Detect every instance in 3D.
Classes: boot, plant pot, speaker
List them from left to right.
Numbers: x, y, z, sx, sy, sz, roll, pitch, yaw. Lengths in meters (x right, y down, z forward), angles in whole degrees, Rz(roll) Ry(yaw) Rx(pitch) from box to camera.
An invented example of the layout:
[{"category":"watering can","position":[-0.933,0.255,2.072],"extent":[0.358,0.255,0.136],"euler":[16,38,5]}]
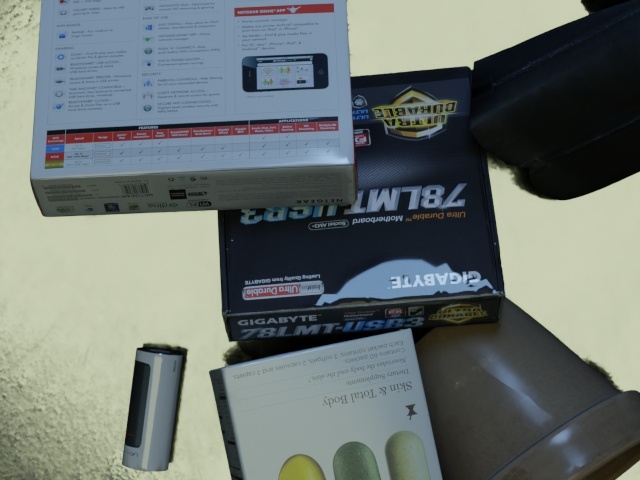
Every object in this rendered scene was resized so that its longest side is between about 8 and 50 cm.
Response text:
[{"category":"speaker","position":[-0.190,0.192,1.826],"extent":[0.055,0.055,0.136],"euler":[8,92,1]},{"category":"plant pot","position":[0.201,0.190,1.740],"extent":[0.263,0.263,0.229],"euler":[-37,73,2]},{"category":"boot","position":[0.428,-0.130,1.678],"extent":[0.445,0.146,0.367],"euler":[-26,122,33]}]

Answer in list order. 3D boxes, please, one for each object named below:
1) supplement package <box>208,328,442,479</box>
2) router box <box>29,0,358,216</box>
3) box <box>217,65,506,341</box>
[{"category":"supplement package","position":[0.011,0.241,1.675],"extent":[0.199,0.198,0.262],"euler":[-11,86,-8]},{"category":"router box","position":[-0.132,-0.179,1.733],"extent":[0.335,0.082,0.301],"euler":[-2,61,2]},{"category":"box","position":[0.036,-0.042,1.739],"extent":[0.296,0.073,0.293],"euler":[-4,58,1]}]
